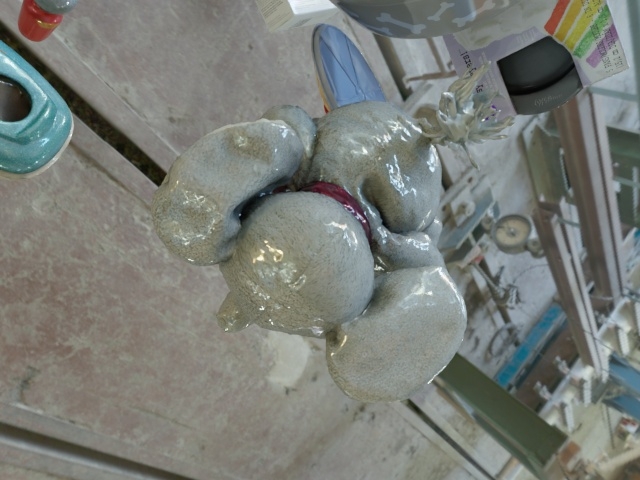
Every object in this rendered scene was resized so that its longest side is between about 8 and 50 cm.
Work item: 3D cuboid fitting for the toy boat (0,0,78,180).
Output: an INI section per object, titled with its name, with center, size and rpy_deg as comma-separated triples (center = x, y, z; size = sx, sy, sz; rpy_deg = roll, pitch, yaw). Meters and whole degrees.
[toy boat]
center = -0.455, -0.260, 0.697
size = 0.267, 0.148, 0.318
rpy_deg = 37, 54, -33

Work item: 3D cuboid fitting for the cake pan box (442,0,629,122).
[cake pan box]
center = 0.341, -0.346, 0.820
size = 0.070, 0.245, 0.267
rpy_deg = -36, 105, -52

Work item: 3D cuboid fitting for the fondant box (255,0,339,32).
[fondant box]
center = -0.095, -0.707, 1.220
size = 0.238, 0.096, 0.330
rpy_deg = -37, 107, -45

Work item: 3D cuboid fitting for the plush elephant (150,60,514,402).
[plush elephant]
center = 0.000, 0.000, 0.453
size = 0.272, 0.330, 0.255
rpy_deg = 48, 58, -2

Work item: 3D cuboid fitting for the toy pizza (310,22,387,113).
[toy pizza]
center = 0.041, -0.186, 0.648
size = 0.032, 0.201, 0.201
rpy_deg = -22, 146, 29

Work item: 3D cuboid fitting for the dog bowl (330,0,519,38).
[dog bowl]
center = 0.130, -0.382, 0.537
size = 0.349, 0.348, 0.102
rpy_deg = -57, 147, 1
